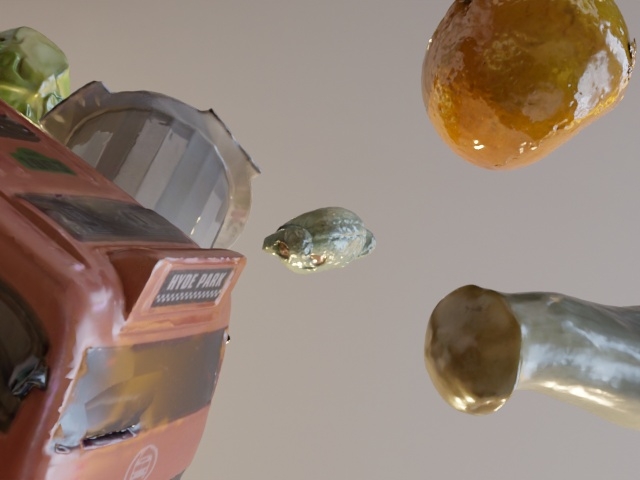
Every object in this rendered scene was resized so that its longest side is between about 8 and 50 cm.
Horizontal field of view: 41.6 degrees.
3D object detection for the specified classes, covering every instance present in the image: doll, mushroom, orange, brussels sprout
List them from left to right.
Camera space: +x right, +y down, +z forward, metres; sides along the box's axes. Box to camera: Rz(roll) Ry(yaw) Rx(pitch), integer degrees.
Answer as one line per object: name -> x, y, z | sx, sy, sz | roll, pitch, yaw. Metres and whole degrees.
brussels sprout -> -0.495, -0.232, 1.352 | 0.223, 0.223, 0.161 | 30, -134, 19
doll -> 0.000, 0.000, 0.971 | 0.103, 0.214, 0.072 | -10, -93, 22
orange -> 0.209, -0.177, 0.869 | 0.219, 0.219, 0.193 | -24, -82, -14
mushroom -> 0.248, 0.101, 0.711 | 0.328, 0.159, 0.122 | 9, -99, -23

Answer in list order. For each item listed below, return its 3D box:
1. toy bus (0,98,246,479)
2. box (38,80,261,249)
toy bus -> -0.262, 0.011, 0.574 | 0.426, 0.203, 0.233 | 34, -77, 20
box -> -0.225, 0.003, 0.936 | 0.262, 0.291, 0.206 | 15, -146, -2
